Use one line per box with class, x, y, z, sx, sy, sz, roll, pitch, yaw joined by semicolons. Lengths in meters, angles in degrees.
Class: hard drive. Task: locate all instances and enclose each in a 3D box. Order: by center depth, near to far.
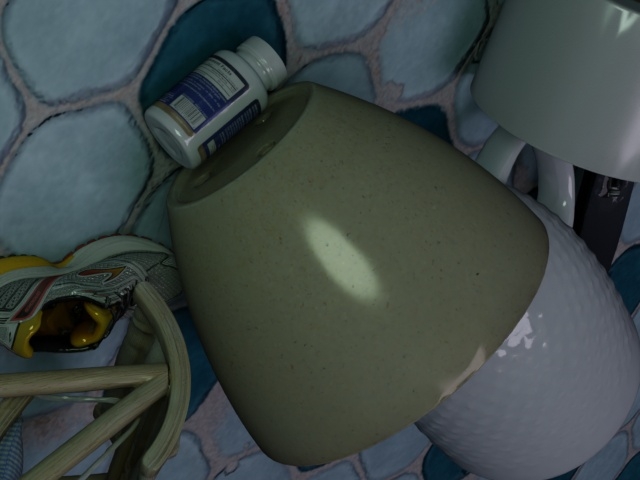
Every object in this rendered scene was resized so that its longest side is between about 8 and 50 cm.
hard drive;0.342;-0.047;1.887;0.172;0.054;0.254;-72;172;-53

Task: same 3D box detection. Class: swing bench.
swing bench;-0.232;0.192;1.269;0.255;0.165;0.253;-20;157;-25

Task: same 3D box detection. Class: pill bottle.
pill bottle;-0.089;-0.123;1.340;0.120;0.067;0.067;-42;146;-16

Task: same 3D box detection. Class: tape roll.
tape roll;0.297;-0.189;1.592;0.246;0.246;0.169;-9;127;-47

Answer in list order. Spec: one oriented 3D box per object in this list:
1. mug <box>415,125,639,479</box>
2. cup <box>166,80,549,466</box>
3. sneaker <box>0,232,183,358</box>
mug;0.194;0.039;1.694;0.328;0.276;0.374;48;59;-52
cup;0.000;0.000;1.374;0.331;0.331;0.237;-45;110;-12
sneaker;-0.202;0.059;1.351;0.225;0.093;0.088;-15;132;-44
